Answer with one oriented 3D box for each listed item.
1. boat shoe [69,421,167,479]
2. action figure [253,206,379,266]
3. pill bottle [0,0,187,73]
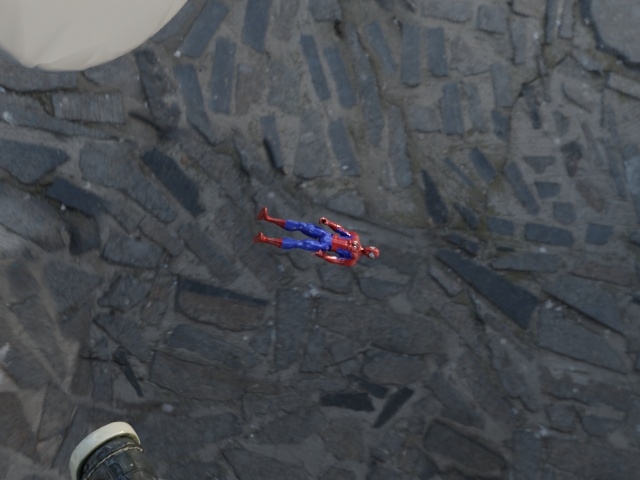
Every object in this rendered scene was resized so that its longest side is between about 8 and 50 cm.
[{"bbox_3d":[-0.242,0.382,0.974,0.127,0.340,0.113,-25,49,-33],"label":"boat shoe"},{"bbox_3d":[0.000,0.000,0.651,0.115,0.030,0.038,14,67,-21],"label":"action figure"},{"bbox_3d":[-0.238,-0.267,0.367,0.392,0.224,0.224,36,73,12],"label":"pill bottle"}]
